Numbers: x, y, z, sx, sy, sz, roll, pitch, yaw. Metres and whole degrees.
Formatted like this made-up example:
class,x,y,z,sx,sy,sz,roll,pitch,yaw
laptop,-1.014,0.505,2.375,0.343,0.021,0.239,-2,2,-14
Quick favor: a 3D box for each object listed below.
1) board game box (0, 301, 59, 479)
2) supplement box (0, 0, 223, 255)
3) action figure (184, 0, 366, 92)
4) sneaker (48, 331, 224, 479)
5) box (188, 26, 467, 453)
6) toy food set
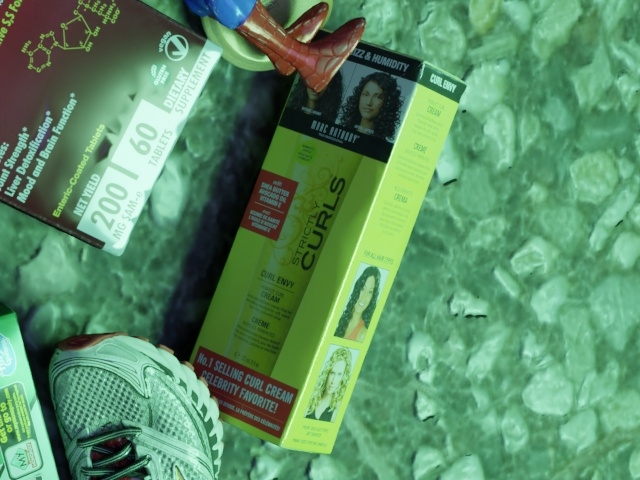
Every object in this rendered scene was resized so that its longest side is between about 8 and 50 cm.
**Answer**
class,x,y,z,sx,sy,sz,roll,pitch,yaw
board game box,-0.234,0.213,1.062,0.214,0.046,0.317,-22,112,-26
supplement box,-0.184,-0.100,1.001,0.239,0.073,0.130,27,88,-31
action figure,-0.083,-0.211,1.013,0.280,0.091,0.139,32,90,-26
sneaker,-0.094,0.152,1.084,0.092,0.088,0.225,-62,136,-59
box,0.000,0.000,1.118,0.058,0.087,0.232,17,95,-57
toy food set,-0.034,-0.139,1.110,0.083,0.020,0.082,-45,119,-13
